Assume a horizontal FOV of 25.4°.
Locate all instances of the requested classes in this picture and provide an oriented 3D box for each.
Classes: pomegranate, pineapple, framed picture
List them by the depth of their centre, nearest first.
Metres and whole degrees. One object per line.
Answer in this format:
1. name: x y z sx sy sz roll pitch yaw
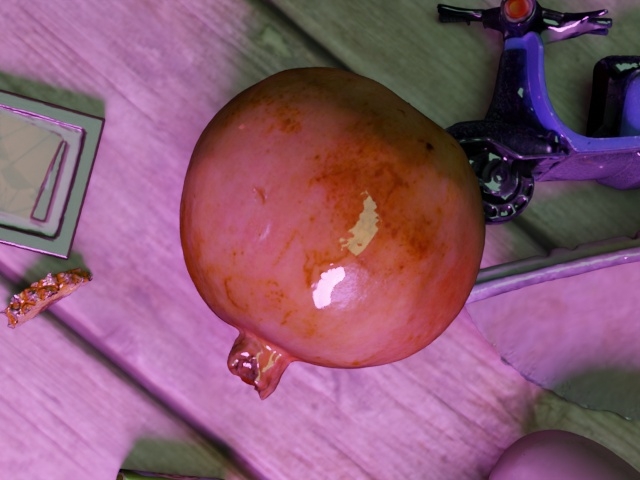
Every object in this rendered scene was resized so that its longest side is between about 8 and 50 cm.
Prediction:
1. pomegranate: 0.000 0.000 1.161 0.252 0.229 0.270 31 88 13
2. pineapple: -0.234 0.046 1.208 0.083 0.045 0.019 -31 81 -8
3. framed picture: -0.282 -0.065 1.216 0.169 0.023 0.127 15 83 -10

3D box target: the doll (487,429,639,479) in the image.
1. doll: 0.161 0.320 1.190 0.370 0.226 0.215 -32 123 -2

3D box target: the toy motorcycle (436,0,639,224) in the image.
1. toy motorcycle: 0.261 -0.127 1.287 0.359 0.125 0.212 -5 78 -14

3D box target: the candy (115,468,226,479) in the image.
1. candy: -0.137 0.295 1.202 0.097 0.062 0.194 8 84 -10

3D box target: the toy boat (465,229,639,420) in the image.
1. toy boat: 0.305 0.061 1.260 0.294 0.111 0.276 -25 123 20
